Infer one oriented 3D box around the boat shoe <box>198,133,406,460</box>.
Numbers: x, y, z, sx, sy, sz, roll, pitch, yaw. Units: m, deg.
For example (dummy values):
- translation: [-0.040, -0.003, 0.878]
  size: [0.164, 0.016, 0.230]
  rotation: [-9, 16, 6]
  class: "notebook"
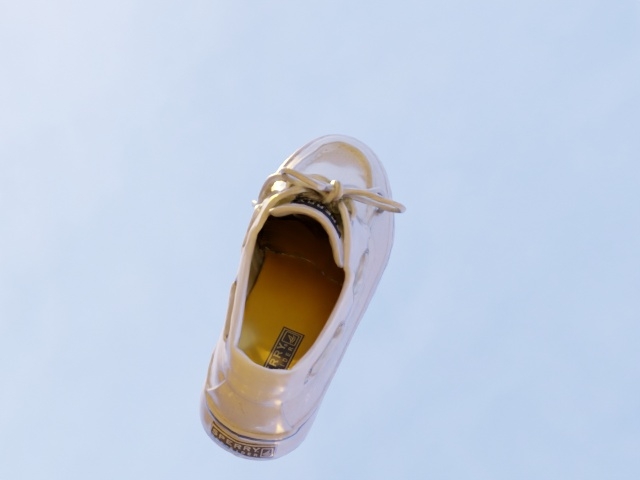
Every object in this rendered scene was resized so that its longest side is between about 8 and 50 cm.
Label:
- translation: [-0.009, -0.002, 1.012]
  size: [0.136, 0.367, 0.156]
  rotation: [21, -45, 4]
  class: "boat shoe"
